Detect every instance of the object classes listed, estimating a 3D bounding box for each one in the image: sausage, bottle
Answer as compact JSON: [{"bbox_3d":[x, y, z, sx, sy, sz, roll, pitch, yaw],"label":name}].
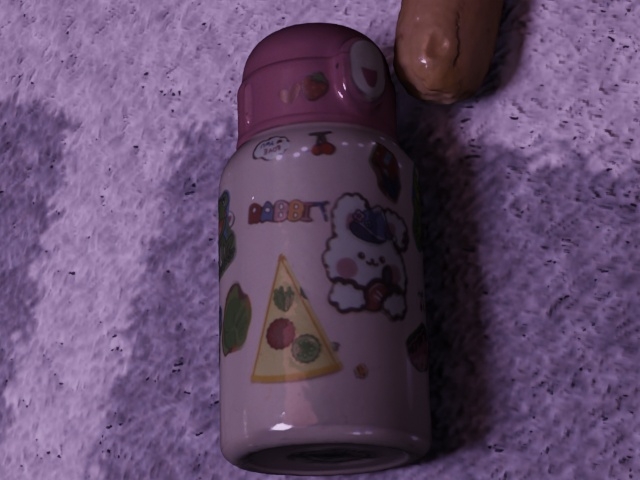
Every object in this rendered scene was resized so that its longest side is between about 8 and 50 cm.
[{"bbox_3d":[0.096,-0.225,1.041,0.066,0.066,0.301,9,81,36],"label":"sausage"},{"bbox_3d":[0.000,0.000,1.007,0.120,0.120,0.253,-12,71,32],"label":"bottle"}]
